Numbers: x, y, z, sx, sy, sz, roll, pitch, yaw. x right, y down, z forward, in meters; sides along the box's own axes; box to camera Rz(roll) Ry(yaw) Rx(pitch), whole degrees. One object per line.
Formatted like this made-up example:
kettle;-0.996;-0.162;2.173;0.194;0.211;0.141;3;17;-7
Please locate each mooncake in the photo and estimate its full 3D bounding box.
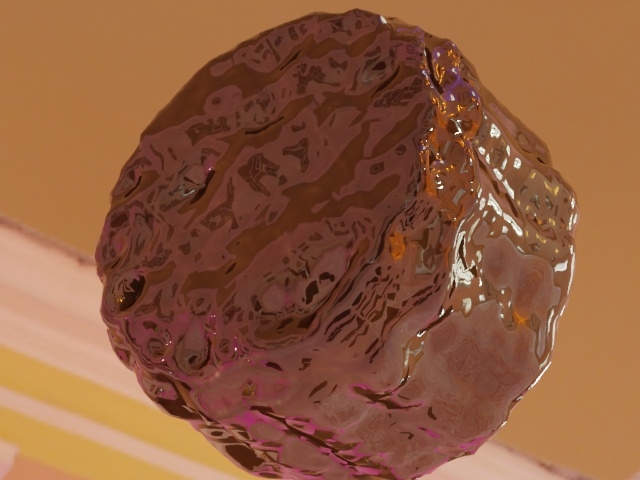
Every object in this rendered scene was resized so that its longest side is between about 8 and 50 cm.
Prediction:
mooncake;0.001;0.002;0.845;0.324;0.324;0.187;-34;-45;17
